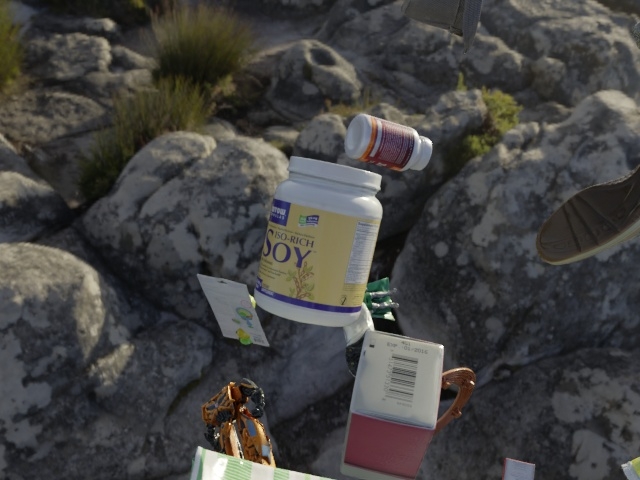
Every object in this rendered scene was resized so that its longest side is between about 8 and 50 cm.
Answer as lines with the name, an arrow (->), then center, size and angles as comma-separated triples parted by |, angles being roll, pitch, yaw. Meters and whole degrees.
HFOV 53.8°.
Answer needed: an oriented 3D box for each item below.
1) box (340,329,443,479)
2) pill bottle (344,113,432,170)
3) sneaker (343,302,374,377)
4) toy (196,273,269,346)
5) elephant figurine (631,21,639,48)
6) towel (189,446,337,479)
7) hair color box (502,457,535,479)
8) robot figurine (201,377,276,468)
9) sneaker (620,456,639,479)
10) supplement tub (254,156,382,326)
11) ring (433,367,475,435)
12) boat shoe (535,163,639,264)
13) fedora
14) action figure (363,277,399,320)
box -> 0.111, 0.276, 1.013 | 0.127, 0.232, 0.148 | 10, 49, 7
pill bottle -> 0.129, -0.178, 1.180 | 0.152, 0.086, 0.086 | 11, 33, -24
sneaker -> 0.103, 0.256, 1.608 | 0.085, 0.086, 0.237 | -13, 41, 9
toy -> -0.203, 0.161, 1.548 | 0.137, 0.237, 0.056 | 9, 44, 22
elephant figurine -> 0.671, -0.309, 1.118 | 0.186, 0.239, 0.169 | -27, 3, 26
towel -> -0.102, 0.522, 1.227 | 0.325, 0.038, 0.248 | 16, 20, -9
hair color box -> 0.472, 0.607, 1.523 | 0.072, 0.043, 0.141 | 10, 70, 14
robot figurine -> -0.208, 0.481, 1.546 | 0.085, 0.211, 0.291 | 29, 26, -46
sneaker -> 0.797, 0.572, 1.444 | 0.208, 0.094, 0.081 | 42, 14, -4
supplement tub -> 0.000, 0.000, 1.376 | 0.241, 0.331, 0.241 | 12, 5, -1
ring -> 0.317, 0.494, 1.794 | 0.336, 0.336, 0.032 | -20, 46, -25
boat shoe -> 0.483, -0.047, 0.977 | 0.098, 0.302, 0.109 | 30, 33, -38
fedora -> 0.197, -0.429, 1.016 | 0.124, 0.244, 0.275 | 5, 17, 8
action figure -> 0.129, 0.188, 1.926 | 0.232, 0.063, 0.137 | -3, 76, -28
